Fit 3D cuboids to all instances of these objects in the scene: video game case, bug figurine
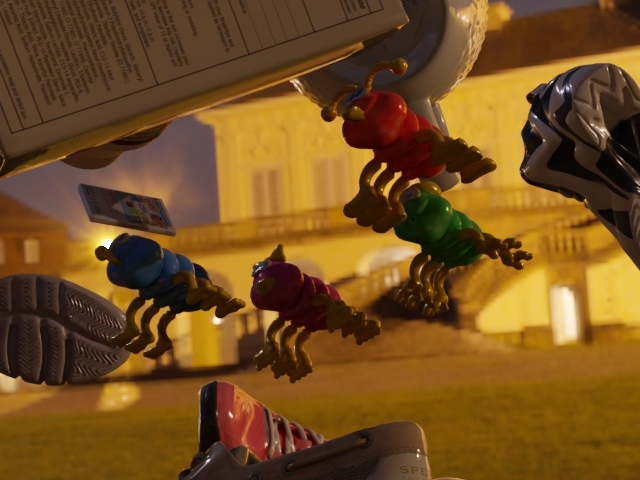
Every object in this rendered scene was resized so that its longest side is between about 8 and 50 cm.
[{"bbox_3d":[-0.260,-0.041,1.807,0.122,0.011,0.087,10,27,-29],"label":"video game case"},{"bbox_3d":[0.000,0.000,0.883,0.279,0.072,0.216,-29,-37,23],"label":"bug figurine"}]

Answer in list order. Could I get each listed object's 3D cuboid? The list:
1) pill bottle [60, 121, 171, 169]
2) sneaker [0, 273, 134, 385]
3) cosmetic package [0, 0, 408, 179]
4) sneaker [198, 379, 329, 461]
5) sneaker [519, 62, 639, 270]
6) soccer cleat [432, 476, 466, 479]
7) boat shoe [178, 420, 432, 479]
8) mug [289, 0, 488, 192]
[{"bbox_3d":[-0.223,-0.208,1.565,0.169,0.169,0.301,0,-26,-35],"label":"pill bottle"},{"bbox_3d":[-0.368,0.093,1.560,0.321,0.125,0.180,6,0,0],"label":"sneaker"},{"bbox_3d":[-0.114,-0.171,0.967,0.309,0.160,0.113,-20,0,-20],"label":"cosmetic package"},{"bbox_3d":[-0.035,0.234,1.470,0.136,0.116,0.314,-14,-38,14],"label":"sneaker"},{"bbox_3d":[0.264,-0.057,1.256,0.094,0.235,0.153,-42,17,-12],"label":"sneaker"},{"bbox_3d":[0.057,0.268,1.303,0.331,0.116,0.143,3,-22,-12],"label":"soccer cleat"},{"bbox_3d":[-0.058,0.201,0.984,0.302,0.098,0.109,-16,-29,22],"label":"boat shoe"},{"bbox_3d":[0.086,-0.234,1.633,0.276,0.374,0.328,-21,10,7],"label":"mug"}]
